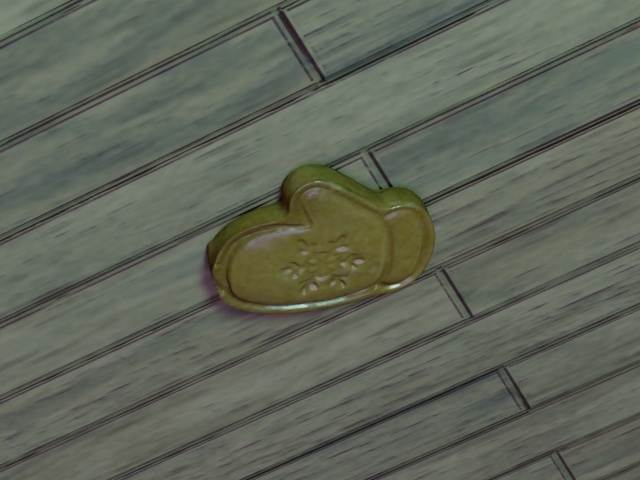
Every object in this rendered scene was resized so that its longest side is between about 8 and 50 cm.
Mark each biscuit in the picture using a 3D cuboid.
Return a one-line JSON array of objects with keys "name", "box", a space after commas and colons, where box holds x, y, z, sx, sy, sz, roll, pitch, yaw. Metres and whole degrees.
[{"name": "biscuit", "box": [0.000, 0.001, 1.007, 0.140, 0.023, 0.118, -13, 138, -2]}]
